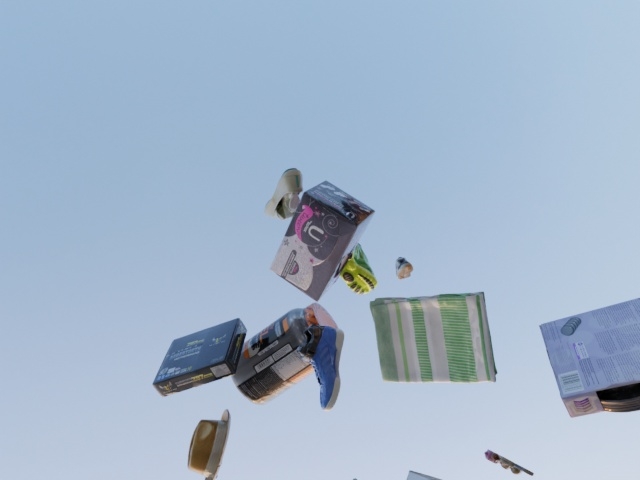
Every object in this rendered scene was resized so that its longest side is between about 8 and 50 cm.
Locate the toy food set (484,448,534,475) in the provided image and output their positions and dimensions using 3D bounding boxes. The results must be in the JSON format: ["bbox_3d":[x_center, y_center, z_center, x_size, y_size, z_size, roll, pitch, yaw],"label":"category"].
[{"bbox_3d":[0.358,0.432,0.902,0.078,0.122,0.019,24,-104,17],"label":"toy food set"}]

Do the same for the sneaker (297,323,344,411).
[{"bbox_3d":[-0.007,0.229,0.853,0.084,0.058,0.152,16,-114,-17],"label":"sneaker"}]

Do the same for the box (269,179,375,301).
[{"bbox_3d":[0.000,0.000,1.189,0.163,0.142,0.247,33,-62,10],"label":"box"}]

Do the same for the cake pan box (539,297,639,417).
[{"bbox_3d":[0.637,0.251,1.019,0.245,0.267,0.070,-25,-71,24],"label":"cake pan box"}]

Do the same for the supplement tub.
[{"bbox_3d":[-0.101,0.333,1.391,0.316,0.193,0.193,-36,-73,11],"label":"supplement tub"}]

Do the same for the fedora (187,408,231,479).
[{"bbox_3d":[-0.287,0.519,1.172,0.079,0.194,0.194,19,-91,-13],"label":"fedora"}]

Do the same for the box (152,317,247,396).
[{"bbox_3d":[-0.332,0.323,1.301,0.232,0.183,0.059,-19,-65,13],"label":"box"}]

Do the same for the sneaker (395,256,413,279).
[{"bbox_3d":[0.147,0.046,0.844,0.031,0.083,0.037,-15,-106,0],"label":"sneaker"}]

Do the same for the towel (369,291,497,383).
[{"bbox_3d":[0.298,0.268,1.266,0.038,0.324,0.248,-8,-92,-58],"label":"towel"}]

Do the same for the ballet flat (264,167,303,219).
[{"bbox_3d":[-0.096,-0.101,1.265,0.086,0.248,0.086,6,-115,-13],"label":"ballet flat"}]

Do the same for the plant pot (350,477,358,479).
[{"bbox_3d":[0.051,0.331,0.550,0.083,0.083,0.079,-44,-108,-10],"label":"plant pot"}]

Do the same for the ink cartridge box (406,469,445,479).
[{"bbox_3d":[0.314,0.700,1.066,0.270,0.197,0.198,50,-126,-29],"label":"ink cartridge box"}]

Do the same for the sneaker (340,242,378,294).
[{"bbox_3d":[0.069,0.044,1.392,0.109,0.123,0.295,-28,-54,9],"label":"sneaker"}]
